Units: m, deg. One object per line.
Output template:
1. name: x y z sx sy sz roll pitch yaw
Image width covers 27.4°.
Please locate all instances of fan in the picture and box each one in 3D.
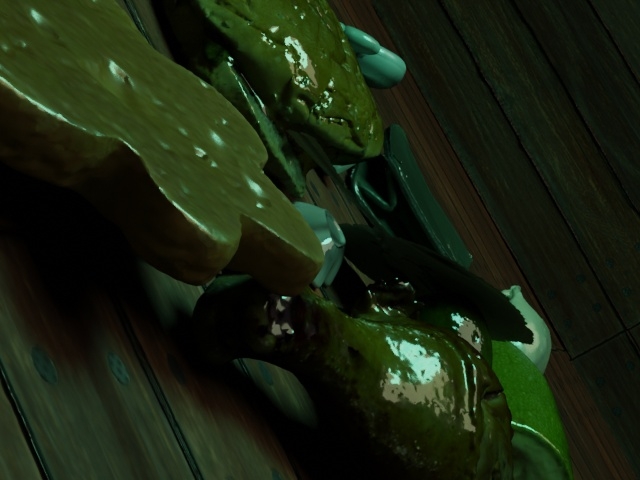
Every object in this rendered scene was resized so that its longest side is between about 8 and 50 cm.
1. fan: 0.070 0.007 1.301 0.233 0.012 0.414 15 -20 40

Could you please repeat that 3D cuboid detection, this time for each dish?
1. dish: 0.000 0.000 1.271 0.091 0.039 0.137 58 10 -10

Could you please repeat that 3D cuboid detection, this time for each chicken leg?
1. chicken leg: 0.047 0.101 0.972 0.361 0.140 0.212 56 20 -34

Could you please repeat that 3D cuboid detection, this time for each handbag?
1. handbag: 0.134 -0.019 1.804 0.260 0.079 0.247 58 12 -12

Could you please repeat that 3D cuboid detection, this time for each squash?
1. squash: 0.227 0.213 1.551 0.203 0.111 0.289 59 10 -11

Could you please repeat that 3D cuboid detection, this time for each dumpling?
1. dumpling: 0.247 0.161 1.769 0.111 0.155 0.181 32 46 15

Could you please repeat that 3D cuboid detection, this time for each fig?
1. fig: 0.118 0.136 1.289 0.117 0.117 0.178 41 36 -58

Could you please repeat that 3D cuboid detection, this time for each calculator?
1. calculator: 0.020 -0.246 1.709 0.184 0.042 0.295 24 0 -5

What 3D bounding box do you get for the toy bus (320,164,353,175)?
1. toy bus: 0.022 -0.151 1.622 0.087 0.089 0.194 56 11 -18

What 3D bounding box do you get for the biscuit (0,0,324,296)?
1. biscuit: -0.139 -0.083 0.741 0.355 0.052 0.275 29 22 -48

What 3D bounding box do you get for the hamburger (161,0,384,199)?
1. hamburger: -0.043 -0.187 1.322 0.265 0.134 0.285 47 15 -55
